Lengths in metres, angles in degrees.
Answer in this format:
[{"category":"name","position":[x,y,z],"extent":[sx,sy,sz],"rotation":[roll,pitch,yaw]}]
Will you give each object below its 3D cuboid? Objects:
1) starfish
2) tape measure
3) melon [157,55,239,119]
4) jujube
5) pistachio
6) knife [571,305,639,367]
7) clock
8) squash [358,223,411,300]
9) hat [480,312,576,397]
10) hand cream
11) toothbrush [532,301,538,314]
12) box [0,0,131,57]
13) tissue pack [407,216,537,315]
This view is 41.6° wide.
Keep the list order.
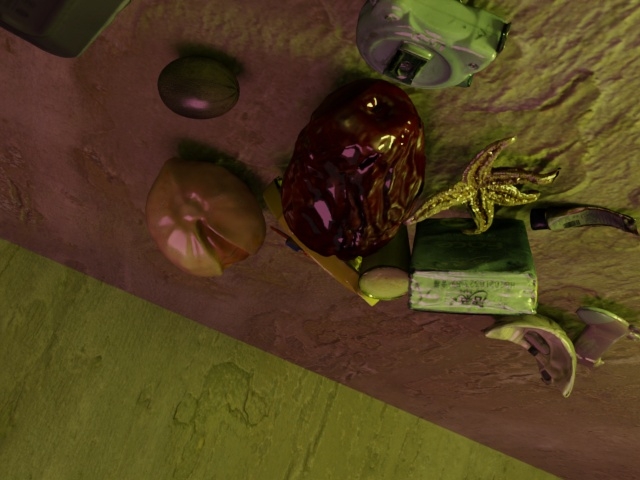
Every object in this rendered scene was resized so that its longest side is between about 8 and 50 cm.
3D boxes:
[{"category":"starfish","position":[0.234,-0.076,1.246],"extent":[0.238,0.057,0.213],"rotation":[-11,144,6]},{"category":"tape measure","position":[0.040,-0.265,0.970],"extent":[0.330,0.084,0.164],"rotation":[21,157,-5]},{"category":"melon","position":[-0.185,-0.232,1.284],"extent":[0.131,0.098,0.098],"rotation":[12,160,16]},{"category":"jujube","position":[0.048,-0.104,1.257],"extent":[0.216,0.216,0.342],"rotation":[21,156,2]},{"category":"pistachio","position":[-0.233,-0.047,1.706],"extent":[0.230,0.229,0.309],"rotation":[14,164,21]},{"category":"knife","position":[0.578,0.206,1.775],"extent":[0.132,0.038,0.398],"rotation":[24,164,14]},{"category":"clock","position":[-0.003,0.003,1.545],"extent":[0.277,0.071,0.293],"rotation":[44,-169,-8]},{"category":"squash","position":[0.115,-0.001,1.455],"extent":[0.094,0.224,0.094],"rotation":[3,134,3]},{"category":"hat","position":[0.477,0.219,1.850],"extent":[0.219,0.164,0.226],"rotation":[39,-158,3]},{"category":"hand cream","position":[0.409,-0.030,1.309],"extent":[0.163,0.039,0.062],"rotation":[4,154,28]},{"category":"toothbrush","position":[0.335,0.074,1.681],"extent":[0.304,0.030,0.030],"rotation":[32,159,-28]},{"category":"box","position":[-0.421,-0.402,1.046],"extent":[0.397,0.111,0.396],"rotation":[28,160,-24]},{"category":"tissue pack","position":[0.236,0.036,1.326],"extent":[0.186,0.081,0.257],"rotation":[0,-161,9]}]
